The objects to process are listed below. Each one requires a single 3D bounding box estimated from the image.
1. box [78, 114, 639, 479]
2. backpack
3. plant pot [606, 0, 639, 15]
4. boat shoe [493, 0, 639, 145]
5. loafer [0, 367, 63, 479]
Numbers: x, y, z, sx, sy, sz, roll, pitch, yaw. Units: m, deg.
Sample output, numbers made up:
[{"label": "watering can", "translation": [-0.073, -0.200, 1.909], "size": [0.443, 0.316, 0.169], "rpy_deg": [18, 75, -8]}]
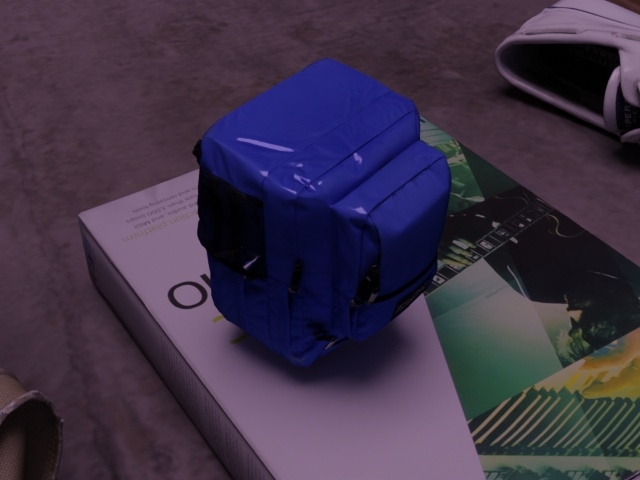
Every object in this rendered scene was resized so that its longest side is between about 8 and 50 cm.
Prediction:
[{"label": "box", "translation": [0.039, 0.043, 0.532], "size": [0.232, 0.058, 0.322], "rpy_deg": [-24, 44, -23]}, {"label": "backpack", "translation": [0.000, 0.000, 0.451], "size": [0.098, 0.120, 0.101], "rpy_deg": [-32, 56, -34]}, {"label": "plant pot", "translation": [0.324, -0.212, 0.796], "size": [0.238, 0.109, 0.237], "rpy_deg": [-1, 38, 1]}, {"label": "boat shoe", "translation": [0.228, -0.098, 0.683], "size": [0.084, 0.095, 0.258], "rpy_deg": [-30, 35, -24]}, {"label": "loafer", "translation": [-0.130, 0.165, 0.363], "size": [0.092, 0.102, 0.268], "rpy_deg": [1, 48, 4]}]
